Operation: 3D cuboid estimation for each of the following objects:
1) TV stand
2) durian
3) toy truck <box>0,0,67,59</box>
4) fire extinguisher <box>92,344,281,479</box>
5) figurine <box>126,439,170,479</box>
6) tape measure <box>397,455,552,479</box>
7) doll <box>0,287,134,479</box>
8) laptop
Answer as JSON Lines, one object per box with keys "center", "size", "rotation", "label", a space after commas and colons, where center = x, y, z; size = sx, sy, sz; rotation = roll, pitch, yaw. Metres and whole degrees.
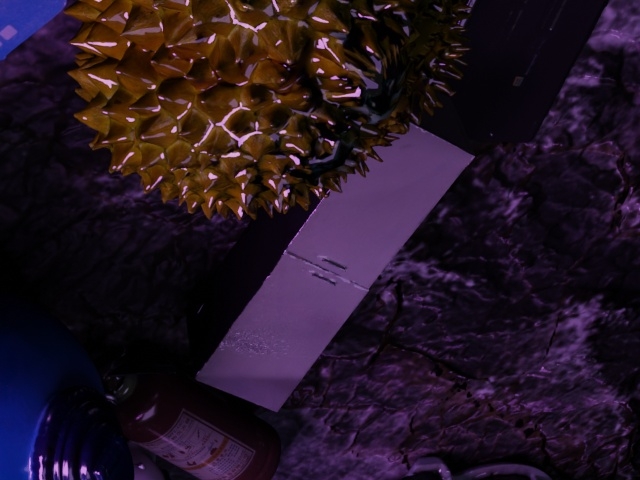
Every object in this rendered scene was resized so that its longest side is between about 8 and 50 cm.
{"center": [0.000, 0.000, 1.249], "size": [0.082, 0.088, 0.269], "rotation": [23, 117, -25], "label": "TV stand"}
{"center": [-0.037, -0.135, 1.027], "size": [0.291, 0.224, 0.291], "rotation": [-46, 170, -10], "label": "durian"}
{"center": [-0.246, -0.177, 0.914], "size": [0.367, 0.146, 0.175], "rotation": [-36, 144, 10], "label": "toy truck"}
{"center": [-0.111, 0.137, 1.332], "size": [0.099, 0.071, 0.231], "rotation": [-10, 148, 30], "label": "fire extinguisher"}
{"center": [-0.170, 0.235, 1.377], "size": [0.147, 0.126, 0.192], "rotation": [-46, 143, -38], "label": "figurine"}
{"center": [0.154, 0.332, 1.639], "size": [0.246, 0.125, 0.243], "rotation": [0, 130, -29], "label": "tape measure"}
{"center": [-0.273, 0.108, 1.113], "size": [0.284, 0.240, 0.310], "rotation": [1, 128, 25], "label": "doll"}
{"center": [0.154, -0.155, 1.252], "size": [0.135, 0.016, 0.197], "rotation": [2, 129, -33], "label": "laptop"}
